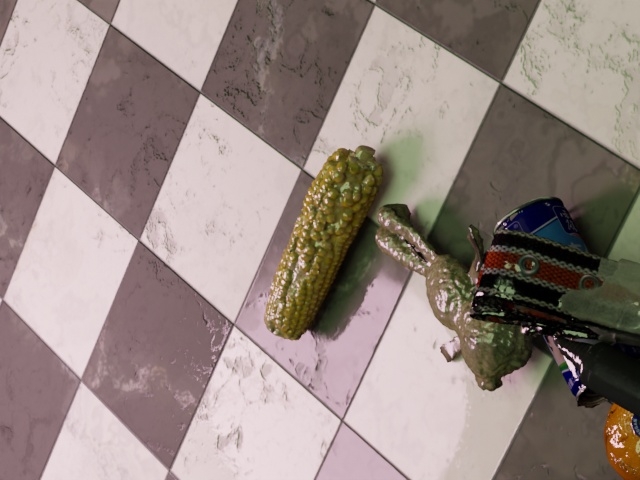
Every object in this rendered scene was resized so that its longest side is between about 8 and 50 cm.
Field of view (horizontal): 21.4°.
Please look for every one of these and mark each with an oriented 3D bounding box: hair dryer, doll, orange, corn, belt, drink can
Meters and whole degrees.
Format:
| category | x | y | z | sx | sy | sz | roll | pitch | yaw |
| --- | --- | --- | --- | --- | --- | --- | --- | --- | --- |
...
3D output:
| category | x | y | z | sx | sy | sz | roll | pitch | yaw |
| --- | --- | --- | --- | --- | --- | --- | --- | --- | --- |
| hair dryer | 0.367 | 0.196 | 1.746 | 0.352 | 0.107 | 0.189 | 28 | 83 | 38 |
| doll | 0.161 | 0.068 | 2.099 | 0.286 | 0.091 | 0.203 | 15 | 104 | 53 |
| orange | 0.376 | 0.211 | 1.850 | 0.135 | 0.117 | 0.136 | -8 | 71 | 24 |
| corn | 0.000 | 0.000 | 2.250 | 0.086 | 0.086 | 0.288 | 40 | 114 | 39 |
| belt | 0.340 | 0.071 | 1.826 | 0.359 | 0.126 | 0.094 | 10 | 73 | 18 |
| drink can | 0.289 | 0.070 | 1.961 | 0.097 | 0.097 | 0.235 | -41 | 59 | 33 |
